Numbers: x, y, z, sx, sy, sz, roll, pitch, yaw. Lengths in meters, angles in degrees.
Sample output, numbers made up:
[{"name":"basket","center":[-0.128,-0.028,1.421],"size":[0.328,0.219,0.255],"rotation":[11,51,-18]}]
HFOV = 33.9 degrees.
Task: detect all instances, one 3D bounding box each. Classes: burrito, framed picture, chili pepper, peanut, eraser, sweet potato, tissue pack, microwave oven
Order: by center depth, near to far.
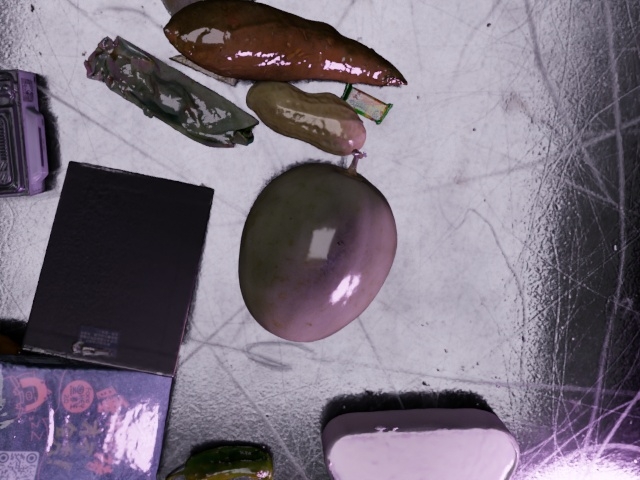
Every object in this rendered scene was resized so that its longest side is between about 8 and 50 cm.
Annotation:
[{"name":"sweet potato","center":[-0.059,-0.314,1.722],"size":[0.423,0.130,0.130],"rotation":[8,96,-25]},{"name":"tissue pack","center":[-0.412,0.309,1.743],"size":[0.316,0.103,0.227],"rotation":[7,97,-35]},{"name":"microwave oven","center":[-0.544,-0.175,1.743],"size":[0.162,0.122,0.208],"rotation":[-4,96,-1]},{"name":"framed picture","center":[-0.335,0.044,1.764],"size":[0.256,0.014,0.338],"rotation":[10,72,-3]},{"name":"peanut","center":[-0.023,-0.212,1.772],"size":[0.214,0.090,0.098],"rotation":[19,92,-5]},{"name":"burrito","center":[-0.250,-0.240,1.774],"size":[0.309,0.066,0.096],"rotation":[28,92,-7]},{"name":"eraser","center":[0.169,0.454,1.825],"size":[0.332,0.150,0.331],"rotation":[0,94,-3]},{"name":"chili pepper","center":[-0.185,0.403,1.842],"size":[0.204,0.072,0.073],"rotation":[-8,98,-2]}]

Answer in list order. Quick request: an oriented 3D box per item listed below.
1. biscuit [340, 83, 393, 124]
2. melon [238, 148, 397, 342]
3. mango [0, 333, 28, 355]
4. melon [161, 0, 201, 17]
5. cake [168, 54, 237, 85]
[{"name":"biscuit","center":[0.076,-0.234,1.810],"size":[0.089,0.016,0.046],"rotation":[27,94,-4]},{"name":"melon","center":[-0.008,0.014,1.718],"size":[0.272,0.272,0.308],"rotation":[40,84,-5]},{"name":"mango","center":[-0.613,0.233,1.774],"size":[0.249,0.156,0.151],"rotation":[-7,133,-3]},{"name":"melon","center":[-0.210,-0.399,1.748],"size":[0.203,0.093,0.139],"rotation":[15,103,2]},{"name":"cake","center":[-0.197,-0.294,1.776],"size":[0.121,0.052,0.065],"rotation":[-1,99,-3]}]
